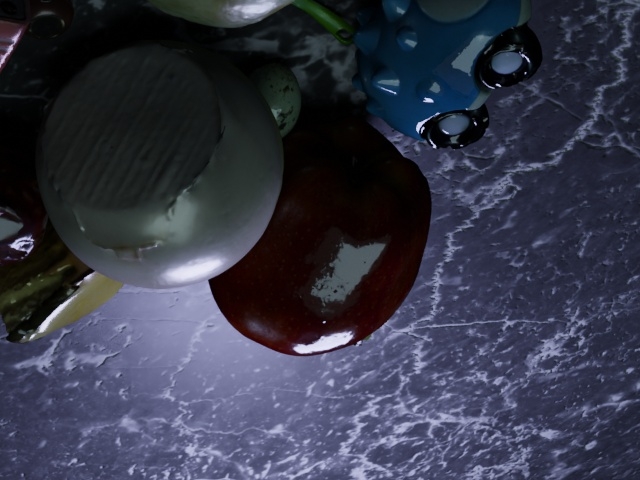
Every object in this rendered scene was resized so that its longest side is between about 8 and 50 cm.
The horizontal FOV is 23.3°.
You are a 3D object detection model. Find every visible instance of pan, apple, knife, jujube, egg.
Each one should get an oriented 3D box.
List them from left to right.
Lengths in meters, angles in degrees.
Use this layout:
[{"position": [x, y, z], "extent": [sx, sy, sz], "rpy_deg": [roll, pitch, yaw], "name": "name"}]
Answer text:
[{"position": [-0.451, -0.051, 1.880], "extent": [0.243, 0.183, 0.183], "rpy_deg": [13, 137, -14], "name": "jujube"}, {"position": [-0.315, -0.270, 1.774], "extent": [0.068, 0.023, 0.115], "rpy_deg": [-6, 143, -14], "name": "pan"}, {"position": [-0.067, -0.174, 1.956], "extent": [0.085, 0.085, 0.110], "rpy_deg": [0, 125, -23], "name": "egg"}, {"position": [-0.011, -0.281, 1.884], "extent": [0.078, 0.022, 0.166], "rpy_deg": [-21, 149, 37], "name": "knife"}, {"position": [0.000, 0.000, 2.060], "extent": [0.288, 0.288, 0.317], "rpy_deg": [3, 134, -26], "name": "apple"}]

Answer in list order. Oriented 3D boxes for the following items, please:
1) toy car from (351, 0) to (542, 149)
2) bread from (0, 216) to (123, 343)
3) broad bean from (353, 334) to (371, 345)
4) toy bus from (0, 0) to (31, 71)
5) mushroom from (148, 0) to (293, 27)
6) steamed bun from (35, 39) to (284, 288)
[{"position": [0.137, -0.241, 1.864], "extent": [0.190, 0.188, 0.255], "rpy_deg": [15, 136, -28], "name": "toy car"}, {"position": [-0.319, 0.009, 2.036], "extent": [0.204, 0.162, 0.262], "rpy_deg": [-32, -176, 17], "name": "bread"}, {"position": [0.027, 0.125, 2.431], "extent": [0.061, 0.046, 0.195], "rpy_deg": [-35, 142, 20], "name": "broad bean"}, {"position": [-0.526, -0.262, 1.552], "extent": [0.427, 0.203, 0.233], "rpy_deg": [4, 144, -30], "name": "toy bus"}, {"position": [-0.096, -0.311, 1.665], "extent": [0.267, 0.189, 0.164], "rpy_deg": [-11, 141, -8], "name": "mushroom"}, {"position": [-0.182, -0.075, 1.872], "extent": [0.309, 0.309, 0.309], "rpy_deg": [-11, 144, -8], "name": "steamed bun"}]
